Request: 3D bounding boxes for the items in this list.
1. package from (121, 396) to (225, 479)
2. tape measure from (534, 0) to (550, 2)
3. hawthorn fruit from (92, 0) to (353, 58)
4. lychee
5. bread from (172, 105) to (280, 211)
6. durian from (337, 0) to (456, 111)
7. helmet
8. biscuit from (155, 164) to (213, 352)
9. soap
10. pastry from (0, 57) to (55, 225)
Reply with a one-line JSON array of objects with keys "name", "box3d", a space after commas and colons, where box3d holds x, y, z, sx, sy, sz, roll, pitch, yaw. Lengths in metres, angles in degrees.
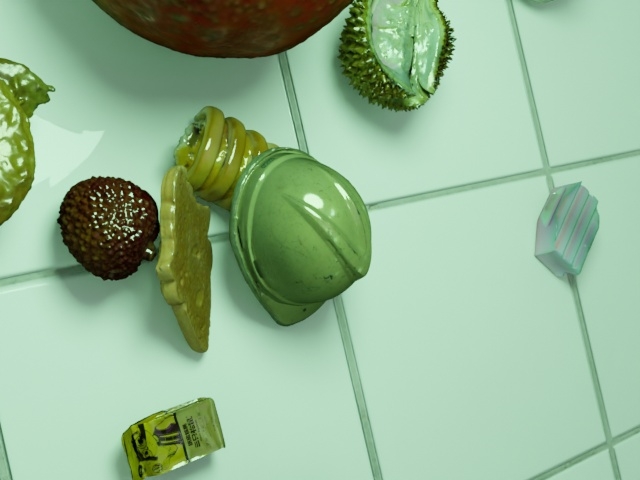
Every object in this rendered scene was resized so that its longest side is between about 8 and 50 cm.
[{"name": "package", "box3d": [-0.188, 0.248, 1.054, 0.131, 0.047, 0.071, -19, 95, -31]}, {"name": "tape measure", "box3d": [0.368, -0.567, 1.484, 0.265, 0.130, 0.258, 15, 72, -24]}, {"name": "hawthorn fruit", "box3d": [-0.113, -0.393, 1.020, 0.402, 0.402, 0.403, 5, 80, -31]}, {"name": "lychee", "box3d": [-0.253, -0.018, 1.015, 0.123, 0.129, 0.123, -43, 150, -32]}, {"name": "bread", "box3d": [-0.119, -0.104, 1.132, 0.177, 0.084, 0.119, 25, 71, -31]}, {"name": "durian", "box3d": [0.109, -0.307, 1.272, 0.193, 0.137, 0.237, 37, 66, -17]}, {"name": "helmet", "box3d": [0.004, 0.004, 1.111, 0.204, 0.137, 0.258, -46, 129, -30]}, {"name": "biscuit", "box3d": [-0.169, 0.028, 1.063, 0.162, 0.035, 0.250, -51, 137, -65]}, {"name": "soap", "box3d": [0.432, -0.025, 1.480, 0.100, 0.056, 0.149, 40, 65, -23]}, {"name": "pastry", "box3d": [-0.439, -0.106, 0.913, 0.240, 0.132, 0.235, 23, 62, -35]}]
